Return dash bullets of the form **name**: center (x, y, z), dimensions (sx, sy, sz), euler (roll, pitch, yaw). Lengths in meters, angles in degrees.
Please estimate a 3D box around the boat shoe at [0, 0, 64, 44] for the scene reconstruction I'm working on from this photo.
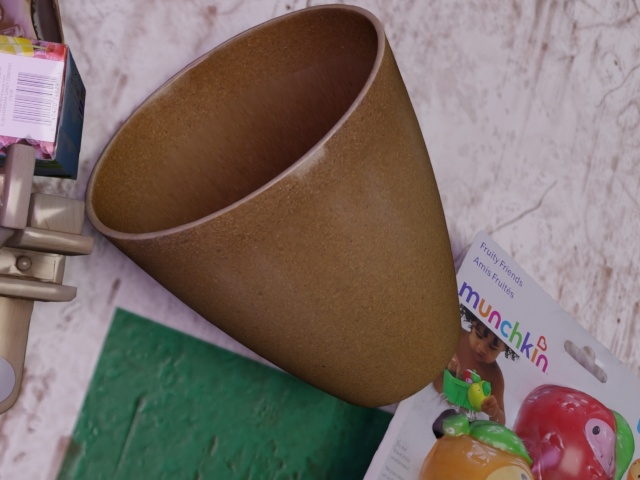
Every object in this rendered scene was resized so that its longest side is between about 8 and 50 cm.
- **boat shoe**: center (-0.219, -0.157, 0.766), dimensions (0.073, 0.073, 0.207), euler (-10, 95, -2)

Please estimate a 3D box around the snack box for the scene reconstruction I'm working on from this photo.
- **snack box**: center (-0.247, -0.084, 0.639), dimensions (0.207, 0.174, 0.070), euler (6, 89, -10)

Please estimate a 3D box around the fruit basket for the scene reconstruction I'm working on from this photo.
- **fruit basket**: center (0.187, 0.219, 0.928), dimensions (0.327, 0.165, 0.353), euler (42, 63, -22)

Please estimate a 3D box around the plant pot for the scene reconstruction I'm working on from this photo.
- **plant pot**: center (0.000, 0.000, 0.811), dimensions (0.237, 0.237, 0.254), euler (-52, 125, -24)

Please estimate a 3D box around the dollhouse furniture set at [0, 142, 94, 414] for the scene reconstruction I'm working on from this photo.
- **dollhouse furniture set**: center (-0.232, 0.037, 0.569), dimensions (0.303, 0.355, 0.174), euler (10, 83, -31)
